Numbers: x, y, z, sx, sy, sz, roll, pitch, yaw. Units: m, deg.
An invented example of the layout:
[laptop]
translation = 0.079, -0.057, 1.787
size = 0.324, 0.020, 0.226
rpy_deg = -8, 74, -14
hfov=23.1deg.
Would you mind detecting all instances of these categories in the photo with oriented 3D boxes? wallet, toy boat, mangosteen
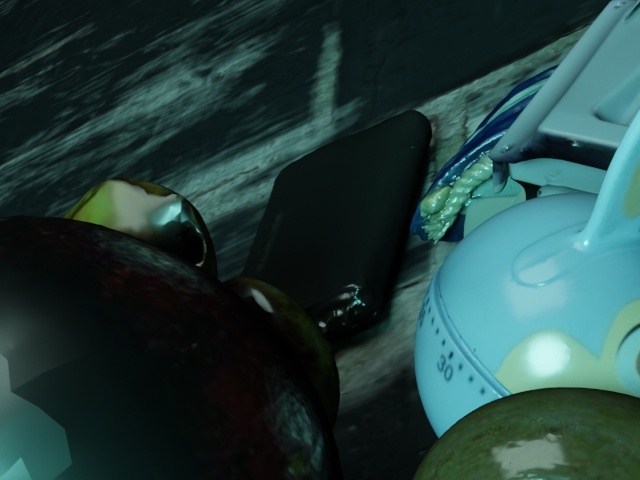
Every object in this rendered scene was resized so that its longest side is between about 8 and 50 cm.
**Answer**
[wallet]
translation = 0.000, 0.000, 1.139
size = 0.149, 0.044, 0.250
rpy_deg = -23, 28, 30
[toy boat]
translation = 0.176, -0.026, 0.959
size = 0.210, 0.070, 0.291
rpy_deg = -38, 30, 0
[mangosteen]
translation = -0.115, 0.126, 0.778
size = 0.307, 0.307, 0.347
rpy_deg = -13, 16, 37

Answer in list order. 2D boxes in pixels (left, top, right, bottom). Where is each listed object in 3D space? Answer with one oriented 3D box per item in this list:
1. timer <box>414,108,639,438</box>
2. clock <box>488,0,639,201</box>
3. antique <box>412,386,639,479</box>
[timer]
translation = 0.155, 0.033, 0.730
size = 0.255, 0.175, 0.175
rpy_deg = -36, 19, 41
[clock]
translation = 0.240, -0.072, 0.869
size = 0.253, 0.083, 0.186
rpy_deg = 16, 53, 35
[antique]
translation = 0.150, 0.104, 0.632
size = 0.257, 0.143, 0.121
rpy_deg = -30, -2, 23
